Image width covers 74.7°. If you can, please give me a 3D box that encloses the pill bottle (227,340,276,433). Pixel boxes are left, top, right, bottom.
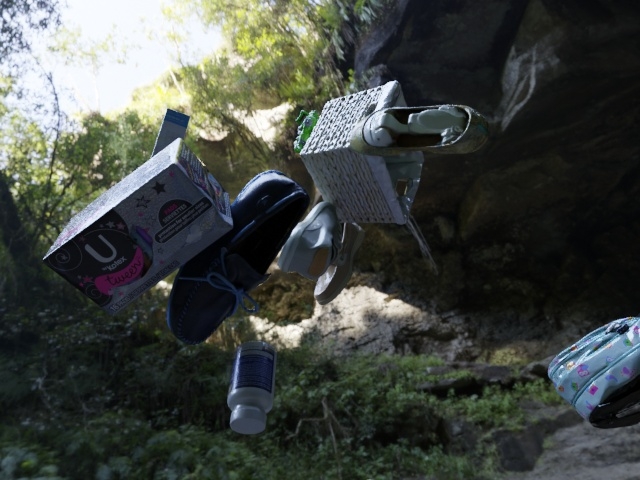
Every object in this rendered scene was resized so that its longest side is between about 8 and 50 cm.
[{"bbox_3d":[-0.101,0.216,0.621,0.067,0.120,0.067,-1,-49,-1],"label":"pill bottle"}]

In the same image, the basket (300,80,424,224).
[{"bbox_3d":[0.146,-0.268,1.347,0.266,0.328,0.331,-1,-42,30],"label":"basket"}]

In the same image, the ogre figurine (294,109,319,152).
[{"bbox_3d":[-0.047,-0.386,1.474,0.197,0.096,0.118,-38,-24,-55],"label":"ogre figurine"}]

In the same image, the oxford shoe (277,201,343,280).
[{"bbox_3d":[0.000,0.000,1.169,0.130,0.449,0.169,21,-73,4],"label":"oxford shoe"}]

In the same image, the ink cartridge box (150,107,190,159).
[{"bbox_3d":[-0.393,-0.230,1.076,0.061,0.181,0.104,16,-16,-20],"label":"ink cartridge box"}]

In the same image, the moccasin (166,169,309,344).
[{"bbox_3d":[-0.143,0.032,0.717,0.137,0.116,0.342,30,-91,-49],"label":"moccasin"}]

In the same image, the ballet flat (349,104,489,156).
[{"bbox_3d":[0.200,-0.258,0.961,0.348,0.123,0.123,10,-22,34],"label":"ballet flat"}]

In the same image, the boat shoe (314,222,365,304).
[{"bbox_3d":[0.044,0.061,1.406,0.110,0.341,0.121,43,-42,-22],"label":"boat shoe"}]

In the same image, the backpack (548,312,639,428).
[{"bbox_3d":[0.443,0.193,0.625,0.182,0.115,0.152,-30,-53,-3],"label":"backpack"}]

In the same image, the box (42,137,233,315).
[{"bbox_3d":[-0.287,-0.028,0.691,0.247,0.163,0.142,-36,-61,4],"label":"box"}]
